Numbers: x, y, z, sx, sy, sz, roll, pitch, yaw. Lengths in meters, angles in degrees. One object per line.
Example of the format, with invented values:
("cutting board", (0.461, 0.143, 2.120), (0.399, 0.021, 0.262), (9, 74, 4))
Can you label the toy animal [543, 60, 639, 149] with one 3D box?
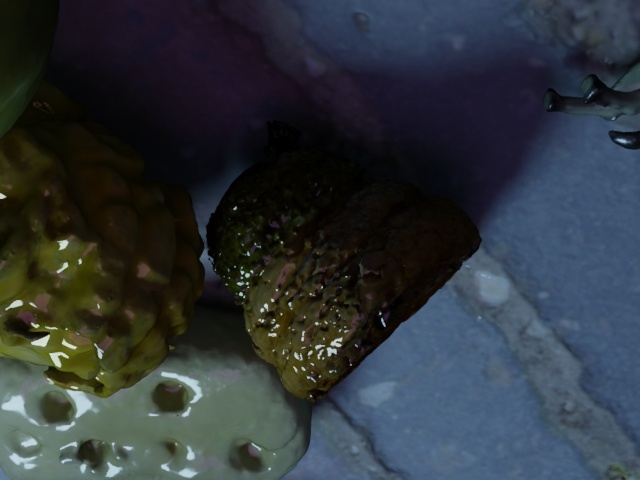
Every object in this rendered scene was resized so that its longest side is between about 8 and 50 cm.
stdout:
("toy animal", (0.265, -0.142, 1.153), (0.176, 0.073, 0.217), (9, 132, -19))

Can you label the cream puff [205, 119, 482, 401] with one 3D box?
("cream puff", (0.000, 0.000, 1.241), (0.169, 0.183, 0.183), (47, 121, 7))

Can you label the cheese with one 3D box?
("cheese", (-0.139, 0.129, 1.373), (0.263, 0.093, 0.159), (-1, 127, 5))

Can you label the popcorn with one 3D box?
("popcorn", (-0.200, 0.003, 1.211), (0.250, 0.190, 0.250), (15, 144, 11))

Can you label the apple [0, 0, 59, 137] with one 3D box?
("apple", (-0.362, -0.199, 0.949), (0.473, 0.473, 0.474), (2, 126, 3))
